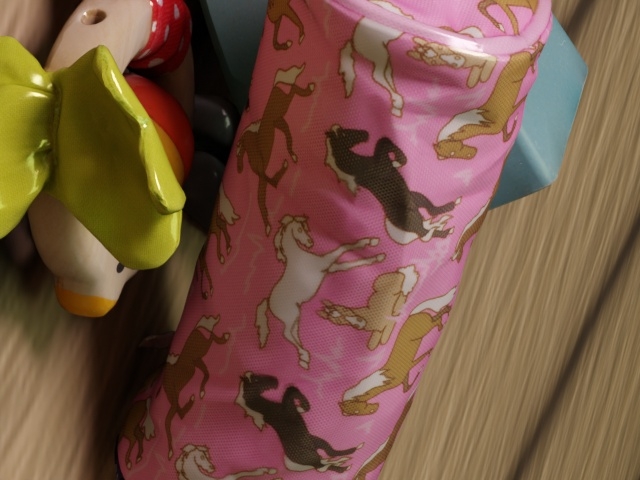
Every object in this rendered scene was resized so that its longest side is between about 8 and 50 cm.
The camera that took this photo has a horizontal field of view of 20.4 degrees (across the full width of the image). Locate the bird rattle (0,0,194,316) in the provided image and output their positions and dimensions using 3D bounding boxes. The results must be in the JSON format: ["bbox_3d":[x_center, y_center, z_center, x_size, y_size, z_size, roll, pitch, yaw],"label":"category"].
[{"bbox_3d":[-0.117,-0.078,0.951,0.207,0.143,0.253,89,10,-46],"label":"bird rattle"}]

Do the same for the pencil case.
[{"bbox_3d":[0.000,0.000,0.993,0.160,0.167,0.386,-56,169,-57],"label":"pencil case"}]

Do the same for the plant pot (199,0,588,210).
[{"bbox_3d":[0.031,-0.139,1.094,0.234,0.165,0.166,59,28,-19],"label":"plant pot"}]

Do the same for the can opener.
[{"bbox_3d":[-0.008,-0.014,1.179,0.283,0.095,0.076,42,59,-62],"label":"can opener"}]
